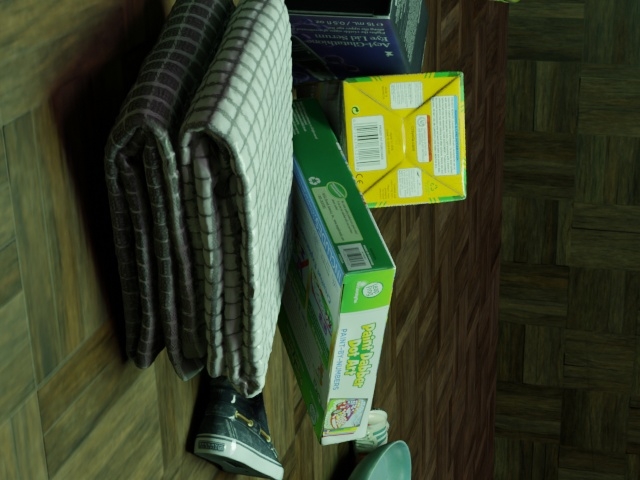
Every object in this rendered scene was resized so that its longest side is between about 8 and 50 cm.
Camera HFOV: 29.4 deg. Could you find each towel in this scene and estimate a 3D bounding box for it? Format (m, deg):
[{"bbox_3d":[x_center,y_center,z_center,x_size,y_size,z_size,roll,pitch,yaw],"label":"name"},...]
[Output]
[{"bbox_3d":[-0.094,-0.045,1.030,0.235,0.121,0.284,-79,170,-51],"label":"towel"}]

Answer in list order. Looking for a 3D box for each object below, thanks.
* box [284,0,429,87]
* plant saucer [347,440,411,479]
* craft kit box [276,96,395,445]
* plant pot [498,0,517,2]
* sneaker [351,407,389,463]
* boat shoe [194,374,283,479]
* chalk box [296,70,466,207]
[{"bbox_3d":[0.029,-0.250,1.353,0.207,0.153,0.108,53,44,-67],"label":"box"},{"bbox_3d":[0.061,0.448,1.820,0.317,0.043,0.318,13,90,-70],"label":"plant saucer"},{"bbox_3d":[-0.002,0.030,1.211,0.247,0.061,0.250,100,-24,-44],"label":"craft kit box"},{"bbox_3d":[0.252,-0.501,1.980,0.228,0.227,0.207,-23,123,-73],"label":"plant pot"},{"bbox_3d":[0.074,0.304,1.872,0.161,0.057,0.075,65,29,-66],"label":"sneaker"},{"bbox_3d":[-0.075,0.199,1.274,0.183,0.065,0.083,55,43,-65],"label":"boat shoe"},{"bbox_3d":[0.054,-0.108,1.293,0.213,0.132,0.132,-158,-116,-73],"label":"chalk box"}]
